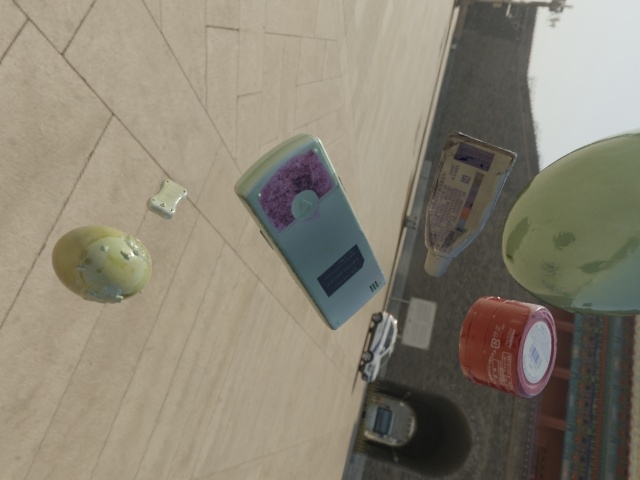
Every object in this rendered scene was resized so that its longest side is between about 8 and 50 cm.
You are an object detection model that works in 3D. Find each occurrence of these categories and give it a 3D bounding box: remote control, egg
[{"bbox_3d":[-0.395,-0.106,1.127,0.032,0.074,0.122,-47,-162,38],"label":"remote control"},{"bbox_3d":[-0.001,0.000,0.708,0.145,0.050,0.344,-40,129,-14],"label":"remote control"},{"bbox_3d":[-0.456,0.050,0.923,0.201,0.164,0.164,32,67,-43],"label":"egg"},{"bbox_3d":[0.350,-0.020,0.493,0.203,0.282,0.203,61,14,-26],"label":"egg"}]

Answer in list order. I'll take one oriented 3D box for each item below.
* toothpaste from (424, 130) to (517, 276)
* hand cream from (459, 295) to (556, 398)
[{"bbox_3d":[0.238,-0.048,0.776,0.069,0.099,0.283,-84,-178,-52],"label":"toothpaste"},{"bbox_3d":[0.453,0.252,1.050,0.230,0.149,0.230,-5,98,-38],"label":"hand cream"}]
